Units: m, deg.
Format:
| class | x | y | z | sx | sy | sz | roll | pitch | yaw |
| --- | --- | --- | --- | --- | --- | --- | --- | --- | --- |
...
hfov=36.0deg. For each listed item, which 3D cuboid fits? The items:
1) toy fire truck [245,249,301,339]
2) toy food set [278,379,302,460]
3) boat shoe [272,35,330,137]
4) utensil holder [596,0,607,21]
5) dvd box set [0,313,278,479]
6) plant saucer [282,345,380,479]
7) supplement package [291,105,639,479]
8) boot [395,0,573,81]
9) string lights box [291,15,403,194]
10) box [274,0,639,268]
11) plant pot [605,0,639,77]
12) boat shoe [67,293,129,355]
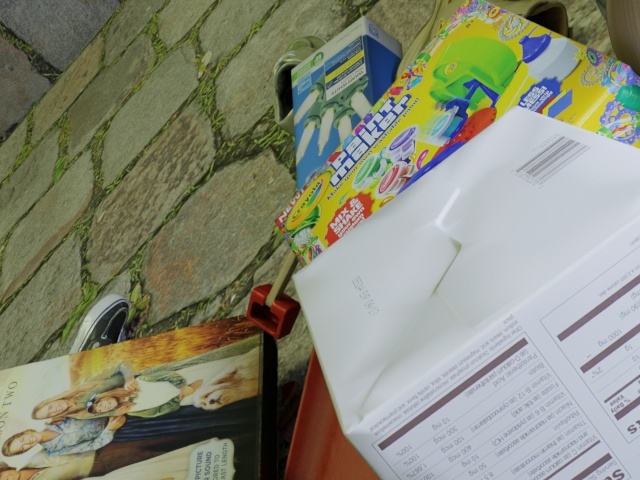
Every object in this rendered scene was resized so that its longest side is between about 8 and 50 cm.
| class | x | y | z | sx | sy | sz | roll | pitch | yaw |
| --- | --- | --- | --- | --- | --- | --- | --- | --- | --- |
| toy fire truck | 0.000 | 0.000 | 1.034 | 0.047 | 0.135 | 0.192 | 32 | 118 | 22 |
| toy food set | -0.039 | 0.197 | 1.054 | 0.078 | 0.019 | 0.122 | -35 | 26 | 30 |
| boat shoe | -0.019 | -0.228 | 1.410 | 0.109 | 0.094 | 0.302 | -42 | 30 | 19 |
| utensil holder | 0.288 | -0.412 | 0.860 | 0.328 | 0.385 | 0.327 | -35 | 34 | 28 |
| dvd box set | -0.250 | 0.229 | 0.989 | 0.421 | 0.062 | 0.307 | -13 | 35 | 8 |
| plant saucer | 0.025 | 0.228 | 0.786 | 0.258 | 0.048 | 0.259 | -113 | 30 | -57 |
| supplement package | 0.115 | 0.050 | 0.581 | 0.204 | 0.145 | 0.262 | -37 | 16 | 3 |
| boot | 0.209 | -0.263 | 1.112 | 0.203 | 0.095 | 0.262 | 12 | 70 | 60 |
| string lights box | 0.040 | -0.130 | 1.190 | 0.133 | 0.077 | 0.259 | -32 | 46 | 33 |
| box | 0.145 | -0.024 | 0.862 | 0.290 | 0.177 | 0.279 | -49 | 28 | 7 |
| plant pot | 0.294 | -0.176 | 0.741 | 0.110 | 0.237 | 0.237 | -6 | 54 | 50 |
| boat shoe | -0.329 | 0.180 | 1.454 | 0.070 | 0.077 | 0.219 | 13 | 60 | 22 |
